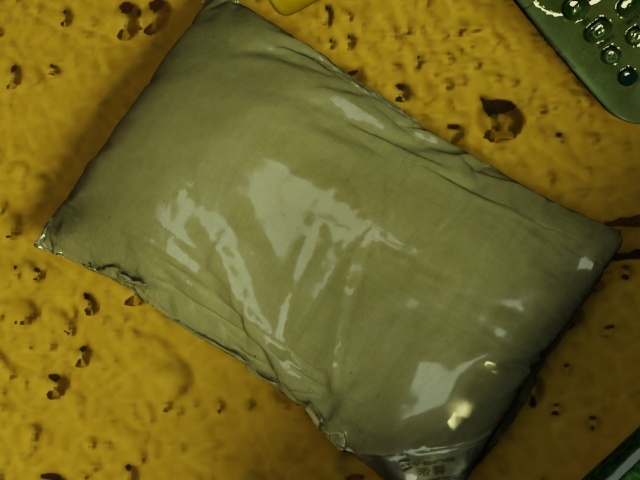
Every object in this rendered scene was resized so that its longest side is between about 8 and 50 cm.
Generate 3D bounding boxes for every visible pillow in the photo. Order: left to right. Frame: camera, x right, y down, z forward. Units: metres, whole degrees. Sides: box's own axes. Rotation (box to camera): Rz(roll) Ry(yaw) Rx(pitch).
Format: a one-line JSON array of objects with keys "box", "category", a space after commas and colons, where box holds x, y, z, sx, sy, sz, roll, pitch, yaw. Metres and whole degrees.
[{"box": [0.000, 0.000, 0.822, 0.229, 0.050, 0.148, 34, 79, 16], "category": "pillow"}]

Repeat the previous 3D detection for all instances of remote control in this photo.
[{"box": [0.092, -0.142, 0.786, 0.072, 0.042, 0.222, -40, 107, 7], "category": "remote control"}]

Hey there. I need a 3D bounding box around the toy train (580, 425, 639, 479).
[{"box": [0.147, 0.125, 0.698, 0.330, 0.178, 0.138, -44, 73, 0], "category": "toy train"}]

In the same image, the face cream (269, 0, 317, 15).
[{"box": [0.084, -0.196, 0.833, 0.273, 0.078, 0.078, -28, 74, 3], "category": "face cream"}]
